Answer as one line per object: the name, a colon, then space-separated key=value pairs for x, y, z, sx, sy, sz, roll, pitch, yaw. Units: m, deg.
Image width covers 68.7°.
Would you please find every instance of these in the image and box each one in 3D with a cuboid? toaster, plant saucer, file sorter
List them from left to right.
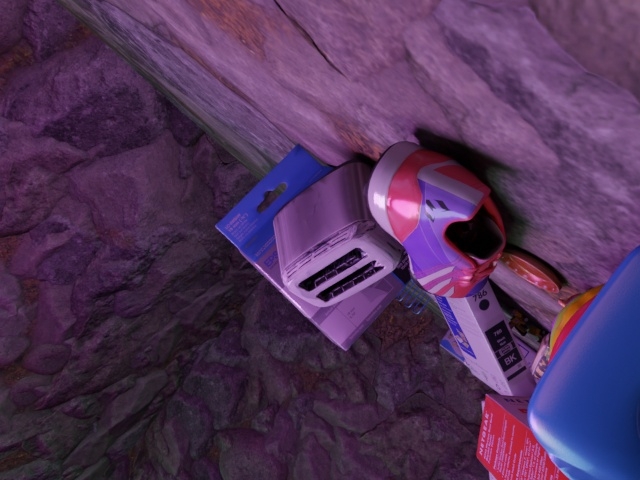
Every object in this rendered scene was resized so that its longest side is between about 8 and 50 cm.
toaster: x=0.018 y=-0.002 z=0.704 sx=0.129 sy=0.227 sz=0.146 roll=38 pitch=-150 yaw=-38
file sorter: x=0.319 y=0.181 z=1.743 sx=0.170 sy=0.104 sz=0.118 roll=37 pitch=179 yaw=2
plant saucer: x=0.263 y=0.035 z=0.586 sx=0.084 sy=0.013 sz=0.083 roll=38 pitch=178 yaw=1

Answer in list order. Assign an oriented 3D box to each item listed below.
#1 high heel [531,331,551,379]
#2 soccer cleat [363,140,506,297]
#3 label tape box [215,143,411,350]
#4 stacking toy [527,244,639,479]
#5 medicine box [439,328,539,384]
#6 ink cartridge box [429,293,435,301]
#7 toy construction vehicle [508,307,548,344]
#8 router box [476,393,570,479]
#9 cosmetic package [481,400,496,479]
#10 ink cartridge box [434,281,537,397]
high heel: x=0.482 y=0.244 z=0.829 sx=0.186 sy=0.093 sz=0.261 roll=22 pitch=167 yaw=34
soccer cleat: x=0.161 y=0.009 z=0.539 sx=0.116 sy=0.108 sz=0.318 roll=31 pitch=172 yaw=39
label tape box: x=0.000 y=0.000 z=0.867 sx=0.334 sy=0.240 sz=0.106 roll=44 pitch=172 yaw=0
stacking toy: x=0.262 y=0.093 z=0.403 sx=0.175 sy=0.165 sz=0.302 roll=30 pitch=-170 yaw=10
medicine box: x=0.536 y=0.360 z=1.385 sx=0.289 sy=0.149 sz=0.263 roll=38 pitch=178 yaw=1
ink cartridge box: x=0.338 y=0.146 z=1.317 sx=0.089 sy=0.052 sz=0.122 roll=36 pitch=177 yaw=46
toy construction vehicle: x=0.410 y=0.176 z=0.955 sx=0.098 sy=0.035 sz=0.086 roll=38 pitch=178 yaw=-5
router box: x=0.373 y=0.250 z=0.436 sx=0.336 sy=0.082 sz=0.301 roll=7 pitch=-178 yaw=-7
cosmetic package: x=0.425 y=0.393 z=0.788 sx=0.155 sy=0.196 sz=0.365 roll=-3 pitch=171 yaw=-6
ink cartridge box: x=0.302 y=0.152 z=0.933 sx=0.332 sy=0.065 sz=0.165 roll=60 pitch=173 yaw=-14
